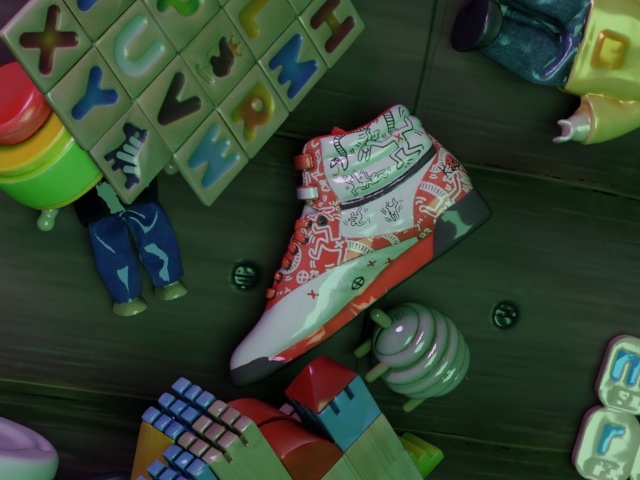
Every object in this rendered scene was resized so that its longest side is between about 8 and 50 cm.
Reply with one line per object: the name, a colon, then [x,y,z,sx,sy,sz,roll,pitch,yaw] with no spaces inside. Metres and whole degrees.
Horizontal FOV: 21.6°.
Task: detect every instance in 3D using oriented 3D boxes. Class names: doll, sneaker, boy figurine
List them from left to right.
doll: [-0.175,-0.033,1.399,0.129,0.046,0.189,-20,106,-13]
sneaker: [0.001,-0.001,1.441,0.270,0.090,0.145,-37,88,7]
boy figurine: [0.258,-0.161,1.478,0.285,0.092,0.177,20,92,-15]

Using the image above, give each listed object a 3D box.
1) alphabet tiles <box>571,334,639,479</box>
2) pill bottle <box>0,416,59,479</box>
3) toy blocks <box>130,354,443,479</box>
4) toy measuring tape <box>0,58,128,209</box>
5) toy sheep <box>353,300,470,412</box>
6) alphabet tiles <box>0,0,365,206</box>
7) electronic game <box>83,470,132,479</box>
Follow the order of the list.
alphabet tiles: [0.386,0.191,1.599,0.284,0.021,0.278,16,93,-12]
pill bottle: [-0.314,0.268,1.368,0.136,0.136,0.246,18,95,-18]
toy blocks: [-0.069,0.231,1.367,0.381,0.191,0.261,-44,128,-18]
toy measuring tape: [-0.262,-0.044,1.308,0.330,0.121,0.121,-39,109,5]
toy sheep: [0.083,0.098,1.478,0.091,0.091,0.132,-53,133,-1]
alphabet tiles: [-0.093,-0.206,1.313,0.342,0.011,0.285,-51,125,-27]
electronic game: [-0.200,0.300,1.399,0.229,0.048,0.229,-32,132,-43]
